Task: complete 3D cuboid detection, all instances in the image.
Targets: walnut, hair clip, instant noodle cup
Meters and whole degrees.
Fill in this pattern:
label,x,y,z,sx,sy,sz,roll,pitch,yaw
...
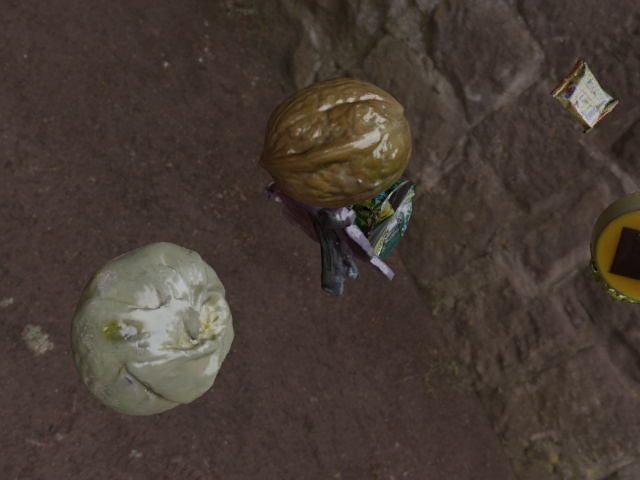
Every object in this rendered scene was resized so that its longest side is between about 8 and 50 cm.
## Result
label,x,y,z,sx,sy,sz,roll,pitch,yaw
walnut,0.011,-0.076,0.543,0.124,0.105,0.105,-20,66,-10
hair clip,0.005,-0.006,0.783,0.146,0.056,0.187,28,-25,35
instant noodle cup,0.102,-0.077,1.678,0.178,0.240,0.240,27,24,24

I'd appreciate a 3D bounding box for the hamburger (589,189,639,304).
label,x,y,z,sx,sy,sz,roll,pitch,yaw
hamburger,0.373,0.012,0.776,0.081,0.126,0.141,-38,122,-59

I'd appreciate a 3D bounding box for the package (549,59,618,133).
label,x,y,z,sx,sy,sz,roll,pitch,yaw
package,0.534,-0.289,1.377,0.121,0.031,0.108,45,75,-9

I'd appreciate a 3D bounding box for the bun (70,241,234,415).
label,x,y,z,sx,sy,sz,roll,pitch,yaw
bun,-0.323,0.188,1.404,0.365,0.219,0.365,-1,91,-50
